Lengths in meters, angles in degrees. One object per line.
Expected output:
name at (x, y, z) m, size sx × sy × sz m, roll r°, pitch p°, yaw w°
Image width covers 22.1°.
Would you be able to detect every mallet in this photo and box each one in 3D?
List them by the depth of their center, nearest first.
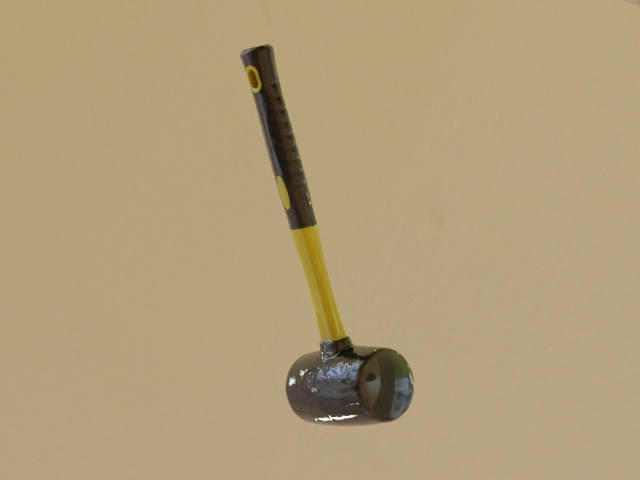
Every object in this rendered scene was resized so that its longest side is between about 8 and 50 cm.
mallet at (0.000, 0.000, 0.775) m, size 0.039 × 0.062 × 0.189 m, roll -21°, pitch -74°, yaw -38°

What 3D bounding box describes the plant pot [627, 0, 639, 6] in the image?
plant pot at (0.190, -0.270, 0.659) m, size 0.334 × 0.334 × 0.305 m, roll 40°, pitch -103°, yaw 4°
